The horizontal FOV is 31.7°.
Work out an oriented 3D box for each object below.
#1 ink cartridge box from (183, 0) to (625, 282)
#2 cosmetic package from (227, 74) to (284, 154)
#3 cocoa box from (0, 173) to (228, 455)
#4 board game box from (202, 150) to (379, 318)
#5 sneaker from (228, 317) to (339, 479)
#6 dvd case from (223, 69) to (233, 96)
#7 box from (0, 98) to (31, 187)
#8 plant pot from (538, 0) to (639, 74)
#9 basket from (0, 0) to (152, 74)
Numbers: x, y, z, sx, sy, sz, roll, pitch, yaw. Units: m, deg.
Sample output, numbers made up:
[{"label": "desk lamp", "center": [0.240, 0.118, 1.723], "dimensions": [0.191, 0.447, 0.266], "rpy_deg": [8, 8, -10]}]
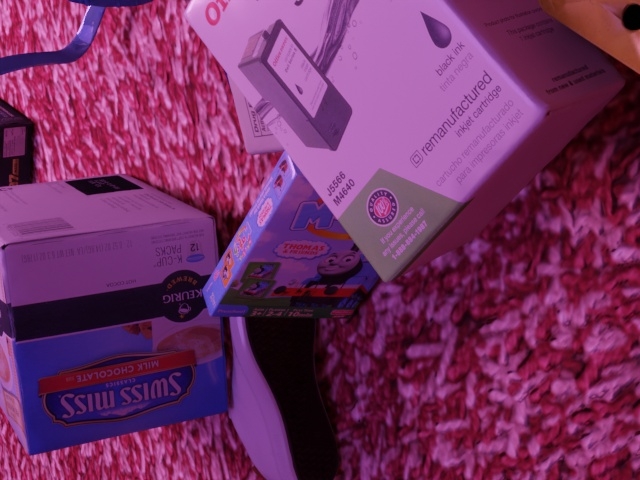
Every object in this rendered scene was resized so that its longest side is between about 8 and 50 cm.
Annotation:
[{"label": "ink cartridge box", "center": [0.048, -0.141, 0.813], "dimensions": [0.273, 0.114, 0.198], "rpy_deg": [52, 135, 14]}, {"label": "cosmetic package", "center": [0.060, -0.170, 0.953], "dimensions": [0.309, 0.113, 0.160], "rpy_deg": [0, 107, 45]}, {"label": "cocoa box", "center": [-0.274, 0.067, 1.305], "dimensions": [0.347, 0.231, 0.228], "rpy_deg": [-156, 60, -62]}, {"label": "board game box", "center": [0.000, 0.000, 1.068], "dimensions": [0.211, 0.160, 0.039], "rpy_deg": [-57, 41, 42]}, {"label": "sneaker", "center": [-0.070, 0.135, 1.233], "dimensions": [0.123, 0.106, 0.290], "rpy_deg": [-2, 99, 48]}, {"label": "dvd case", "center": [-0.028, -0.221, 1.130], "dimensions": [0.253, 0.022, 0.180], "rpy_deg": [-9, 103, 51]}, {"label": "box", "center": [-0.515, -0.105, 1.741], "dimensions": [0.183, 0.059, 0.233], "rpy_deg": [34, 124, 42]}, {"label": "plant pot", "center": [0.262, -0.181, 0.683], "dimensions": [0.212, 0.187, 0.212], "rpy_deg": [44, 130, 34]}, {"label": "basket", "center": [-0.290, -0.311, 1.249], "dimensions": [0.201, 0.255, 0.289], "rpy_deg": [38, 117, 7]}]
